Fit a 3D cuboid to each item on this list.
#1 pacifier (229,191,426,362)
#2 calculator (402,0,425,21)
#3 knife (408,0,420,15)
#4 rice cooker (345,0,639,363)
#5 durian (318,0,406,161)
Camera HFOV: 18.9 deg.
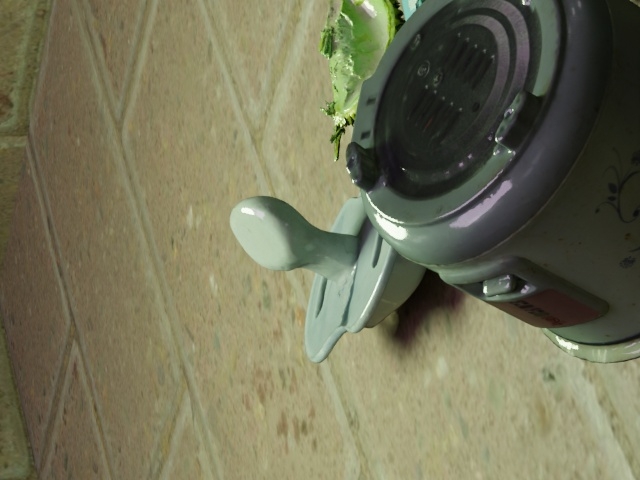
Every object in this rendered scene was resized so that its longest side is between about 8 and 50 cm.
[{"bbox_3d":[0.000,0.000,2.066,0.279,0.207,0.227,135,146,-62],"label":"pacifier"},{"bbox_3d":[0.148,-0.227,1.856,0.256,0.054,0.386,109,154,-46],"label":"calculator"},{"bbox_3d":[0.097,-0.209,1.918,0.027,0.010,0.096,149,118,-70],"label":"knife"},{"bbox_3d":[0.191,-0.058,1.442,0.316,0.316,0.264,133,149,-62],"label":"rice cooker"},{"bbox_3d":[0.050,-0.186,2.024,0.086,0.100,0.215,55,-148,-61],"label":"durian"}]
